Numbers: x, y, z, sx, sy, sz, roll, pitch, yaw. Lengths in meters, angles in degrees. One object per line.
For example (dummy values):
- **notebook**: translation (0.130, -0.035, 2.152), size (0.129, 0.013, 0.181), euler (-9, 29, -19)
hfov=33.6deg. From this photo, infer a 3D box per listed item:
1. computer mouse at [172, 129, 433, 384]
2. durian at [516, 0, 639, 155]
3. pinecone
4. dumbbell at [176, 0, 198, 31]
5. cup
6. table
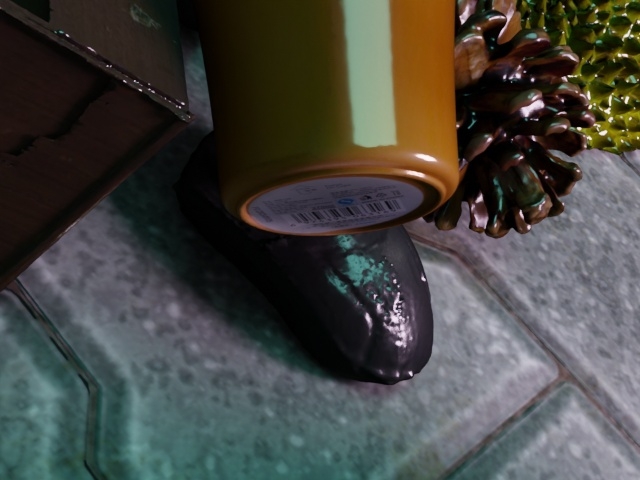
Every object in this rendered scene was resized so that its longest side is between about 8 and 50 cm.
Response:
- **computer mouse**: translation (0.000, 0.000, 0.715), size (0.217, 0.073, 0.122), euler (46, 42, 15)
- **durian**: translation (0.274, -0.177, 1.066), size (0.352, 0.158, 0.169), euler (-1, 17, -34)
- **pinecone**: translation (0.118, -0.094, 0.812), size (0.179, 0.150, 0.195), euler (-29, 78, 1)
- **dumbbell**: translation (-0.173, -0.295, 0.798), size (0.388, 0.185, 0.185), euler (25, 42, -11)
- **cup**: translation (-0.008, -0.138, 0.632), size (0.182, 0.226, 0.263), euler (4, 73, -25)
- **table**: translation (-0.242, -0.151, 0.542), size (0.282, 0.196, 0.250), euler (28, 38, -40)
